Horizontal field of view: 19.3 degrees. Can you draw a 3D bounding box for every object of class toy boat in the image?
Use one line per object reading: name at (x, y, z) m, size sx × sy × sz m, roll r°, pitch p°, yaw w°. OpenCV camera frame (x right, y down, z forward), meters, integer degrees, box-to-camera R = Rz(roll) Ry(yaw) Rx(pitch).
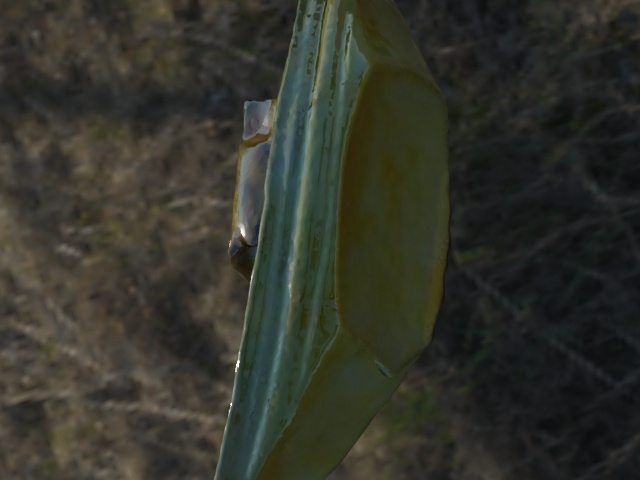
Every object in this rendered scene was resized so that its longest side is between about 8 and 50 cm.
toy boat at (0.000, 0.000, 0.589) m, size 0.066 × 0.065 × 0.172 m, roll 0°, pitch 79°, yaw 43°
